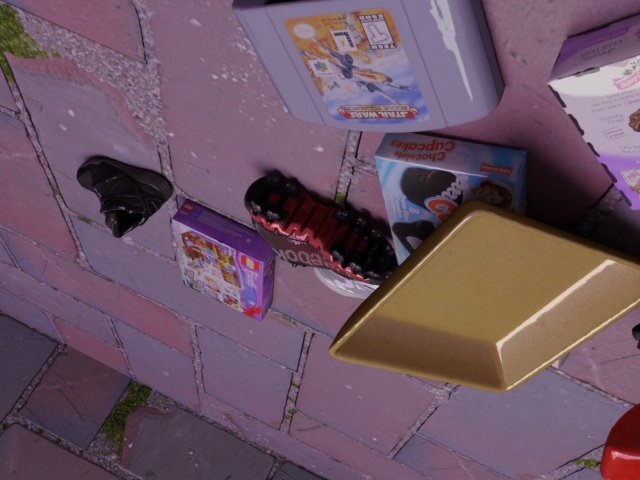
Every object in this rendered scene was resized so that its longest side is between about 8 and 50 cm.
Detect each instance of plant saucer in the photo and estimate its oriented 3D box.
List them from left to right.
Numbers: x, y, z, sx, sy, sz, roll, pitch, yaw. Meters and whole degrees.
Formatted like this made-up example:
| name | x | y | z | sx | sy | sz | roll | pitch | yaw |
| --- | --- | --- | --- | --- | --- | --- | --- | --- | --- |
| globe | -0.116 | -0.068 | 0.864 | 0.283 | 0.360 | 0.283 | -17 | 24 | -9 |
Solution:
| name | x | y | z | sx | sy | sz | roll | pitch | yaw |
| --- | --- | --- | --- | --- | --- | --- | --- | --- | --- |
| plant saucer | 0.223 | 0.074 | 0.949 | 0.333 | 0.081 | 0.333 | 16 | 136 | -26 |

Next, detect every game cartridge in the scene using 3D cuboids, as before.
| name | x | y | z | sx | sy | sz | roll | pitch | yaw |
| --- | --- | --- | --- | --- | --- | --- | --- | --- | --- |
| game cartridge | 0.054 | -0.213 | 0.827 | 0.297 | 0.062 | 0.198 | 7 | 140 | 35 |

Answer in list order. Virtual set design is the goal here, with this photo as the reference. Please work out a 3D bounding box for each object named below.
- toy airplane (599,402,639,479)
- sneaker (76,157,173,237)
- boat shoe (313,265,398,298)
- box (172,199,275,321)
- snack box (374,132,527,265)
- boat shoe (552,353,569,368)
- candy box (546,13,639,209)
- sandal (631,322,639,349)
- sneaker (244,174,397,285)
| name | x | y | z | sx | sy | sz | roll | pitch | yaw |
| --- | --- | --- | --- | --- | --- | --- | --- | --- | --- |
| toy airplane | 0.591 | 0.230 | 0.890 | 0.384 | 0.272 | 0.386 | 31 | 118 | -23 |
| sneaker | -0.410 | -0.085 | 1.375 | 0.228 | 0.130 | 0.087 | 17 | 148 | 25 |
| boat shoe | 0.101 | 0.062 | 1.215 | 0.227 | 0.079 | 0.081 | 22 | 142 | 3 |
| box | -0.196 | 0.051 | 1.473 | 0.201 | 0.057 | 0.293 | 26 | 151 | 8 |
| snack box | 0.195 | -0.014 | 1.009 | 0.187 | 0.060 | 0.322 | 13 | 147 | 25 |
| boat shoe | 0.357 | 0.133 | 1.104 | 0.063 | 0.066 | 0.184 | 26 | 157 | 36 |
| candy box | 0.344 | -0.126 | 0.683 | 0.165 | 0.070 | 0.196 | -8 | 135 | 49 |
| sandal | 0.426 | 0.098 | 0.888 | 0.054 | 0.097 | 0.254 | 27 | -177 | 31 |
| sneaker | 0.000 | 0.000 | 1.167 | 0.276 | 0.097 | 0.135 | 28 | 152 | 11 |
